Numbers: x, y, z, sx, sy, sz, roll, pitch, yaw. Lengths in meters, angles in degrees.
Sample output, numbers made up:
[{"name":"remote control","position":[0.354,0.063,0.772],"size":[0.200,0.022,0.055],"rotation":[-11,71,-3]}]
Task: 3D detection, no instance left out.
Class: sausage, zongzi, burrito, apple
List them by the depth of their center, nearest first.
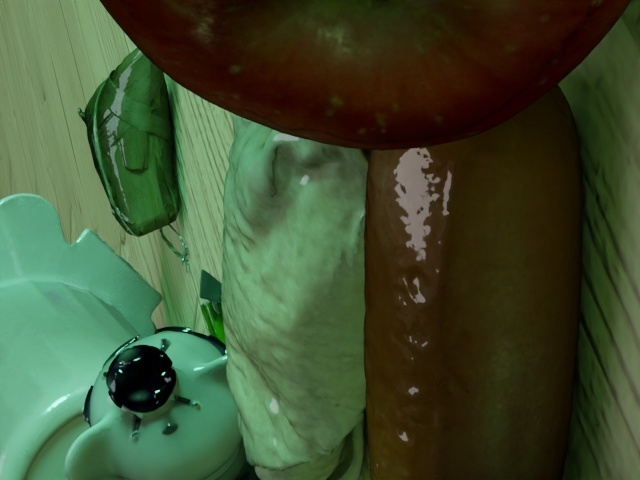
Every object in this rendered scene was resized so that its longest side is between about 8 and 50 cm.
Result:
[{"name":"apple","position":[0.010,-0.122,0.472],"size":[0.168,0.181,0.181],"rotation":[-84,1,-46]},{"name":"sausage","position":[0.051,0.035,0.577],"size":[0.076,0.076,0.198],"rotation":[-123,29,-57]},{"name":"burrito","position":[0.000,0.000,0.756],"size":[0.392,0.076,0.117],"rotation":[97,152,-51]},{"name":"zongzi","position":[-0.123,-0.057,1.228],"size":[0.130,0.062,0.154],"rotation":[-35,70,60]}]

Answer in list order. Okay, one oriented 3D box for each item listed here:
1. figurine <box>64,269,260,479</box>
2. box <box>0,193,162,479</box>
[{"name":"figurine","position":[-0.091,0.114,1.062],"size":[0.126,0.147,0.192],"rotation":[52,171,27]},{"name":"box","position":[-0.189,0.130,1.288],"size":[0.206,0.262,0.291],"rotation":[32,120,55]}]
